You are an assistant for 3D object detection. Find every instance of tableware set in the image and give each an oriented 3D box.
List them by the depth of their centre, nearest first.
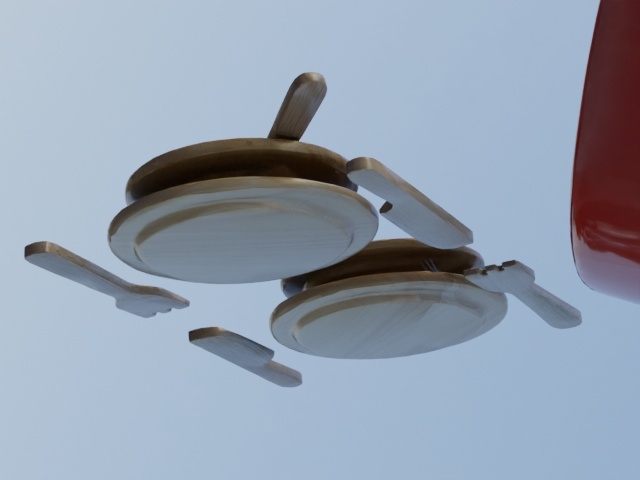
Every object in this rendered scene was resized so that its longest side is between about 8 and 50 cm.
[{"bbox_3d":[0.000,0.000,0.674,0.128,0.194,0.039,-14,-113,23],"label":"tableware set"}]

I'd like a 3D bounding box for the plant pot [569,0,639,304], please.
[{"bbox_3d":[0.185,-0.054,0.623,0.174,0.191,0.191,17,-91,17],"label":"plant pot"}]
